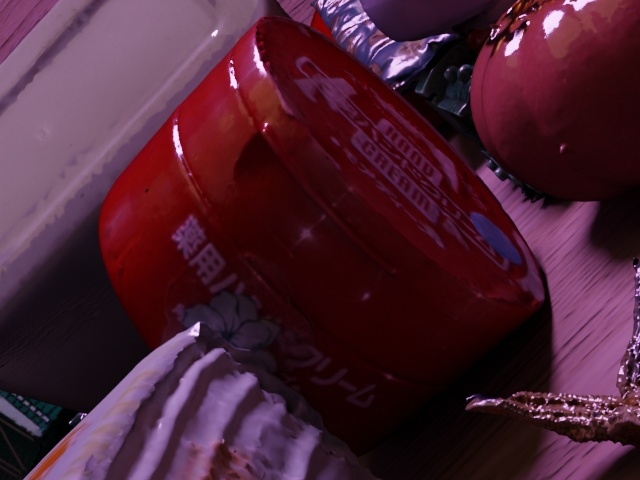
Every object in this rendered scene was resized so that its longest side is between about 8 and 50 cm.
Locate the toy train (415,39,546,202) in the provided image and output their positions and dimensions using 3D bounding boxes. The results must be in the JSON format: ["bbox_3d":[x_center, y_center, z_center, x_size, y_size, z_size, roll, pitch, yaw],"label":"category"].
[{"bbox_3d":[0.127,-0.089,0.740,0.071,0.111,0.170,-49,8,7],"label":"toy train"}]

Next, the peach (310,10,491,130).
[{"bbox_3d":[0.090,-0.215,1.174,0.243,0.200,0.243,-47,23,27],"label":"peach"}]

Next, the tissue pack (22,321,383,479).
[{"bbox_3d":[-0.149,0.246,0.418,0.388,0.162,0.287,-46,9,16],"label":"tissue pack"}]

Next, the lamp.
[{"bbox_3d":[0.159,-0.107,0.572,0.182,0.140,0.182,-43,10,10],"label":"lamp"}]

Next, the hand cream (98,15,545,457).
[{"bbox_3d":[0.000,0.000,0.595,0.149,0.230,0.230,-43,10,23],"label":"hand cream"}]

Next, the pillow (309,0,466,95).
[{"bbox_3d":[0.091,-0.243,0.993,0.189,0.034,0.255,-41,35,9],"label":"pillow"}]

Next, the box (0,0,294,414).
[{"bbox_3d":[-0.114,-0.023,0.832,0.352,0.177,0.344,-46,-28,5],"label":"box"}]

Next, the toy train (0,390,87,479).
[{"bbox_3d":[-0.269,0.215,1.035,0.269,0.154,0.115,-55,3,47],"label":"toy train"}]

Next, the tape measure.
[{"bbox_3d":[0.115,-0.213,0.791,0.178,0.105,0.196,-25,14,17],"label":"tape measure"}]

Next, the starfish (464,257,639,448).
[{"bbox_3d":[0.115,0.055,0.395,0.130,0.041,0.133,-28,13,39],"label":"starfish"}]
